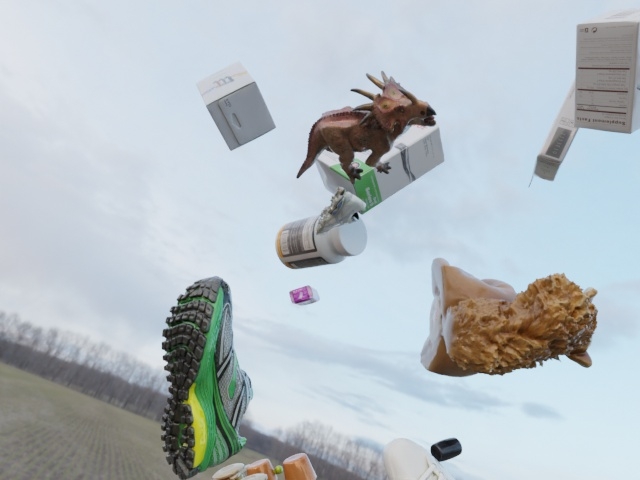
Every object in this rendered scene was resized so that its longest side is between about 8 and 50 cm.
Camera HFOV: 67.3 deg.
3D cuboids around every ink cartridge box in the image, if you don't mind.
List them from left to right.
[{"bbox_3d":[-0.204,-0.324,1.153,0.128,0.127,0.176,64,-3,-40],"label":"ink cartridge box"},{"bbox_3d":[0.161,-0.224,1.317,0.211,0.289,0.122,43,-19,50],"label":"ink cartridge box"},{"bbox_3d":[0.596,-0.272,1.167,0.060,0.275,0.239,25,-3,23],"label":"ink cartridge box"}]

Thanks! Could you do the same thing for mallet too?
[{"bbox_3d":[0.250,0.489,1.042,0.062,0.039,0.190,-10,-47,-23],"label":"mallet"}]

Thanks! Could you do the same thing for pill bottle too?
[{"bbox_3d":[0.000,0.000,1.505,0.278,0.162,0.162,-11,-40,43],"label":"pill bottle"}]

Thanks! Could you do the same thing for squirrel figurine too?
[{"bbox_3d":[0.450,0.196,1.074,0.370,0.281,0.397,6,-2,0],"label":"squirrel figurine"}]

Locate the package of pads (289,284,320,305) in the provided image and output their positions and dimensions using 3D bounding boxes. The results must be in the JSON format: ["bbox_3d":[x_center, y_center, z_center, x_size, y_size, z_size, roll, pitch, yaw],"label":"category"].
[{"bbox_3d":[-0.034,0.121,1.046,0.050,0.032,0.083,-19,-15,6],"label":"package of pads"}]

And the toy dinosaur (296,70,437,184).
[{"bbox_3d":[0.069,-0.215,0.913,0.295,0.127,0.200,-13,-23,16],"label":"toy dinosaur"}]

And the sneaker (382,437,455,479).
[{"bbox_3d":[0.233,0.448,0.811,0.290,0.106,0.123,47,-40,16],"label":"sneaker"}]

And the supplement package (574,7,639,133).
[{"bbox_3d":[0.510,-0.288,0.816,0.105,0.105,0.179,29,-39,53],"label":"supplement package"}]

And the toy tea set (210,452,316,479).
[{"bbox_3d":[-0.162,0.615,1.148,0.336,0.124,0.200,-24,-10,30],"label":"toy tea set"}]

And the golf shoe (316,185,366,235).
[{"bbox_3d":[0.045,-0.051,1.136,0.086,0.069,0.176,21,-30,-12],"label":"golf shoe"}]

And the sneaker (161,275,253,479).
[{"bbox_3d":[-0.197,0.233,0.866,0.134,0.344,0.146,9,6,44],"label":"sneaker"}]
